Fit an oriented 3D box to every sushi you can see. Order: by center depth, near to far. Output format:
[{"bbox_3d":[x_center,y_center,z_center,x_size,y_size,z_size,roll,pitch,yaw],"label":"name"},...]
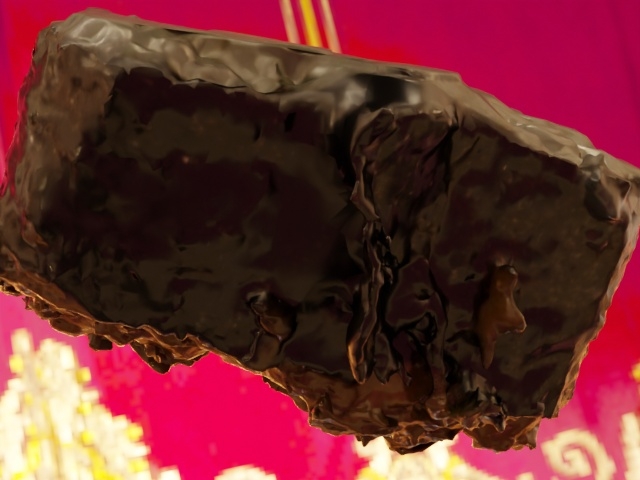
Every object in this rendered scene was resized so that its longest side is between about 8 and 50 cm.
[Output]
[{"bbox_3d":[0.000,0.000,0.818,0.348,0.207,0.234,15,8,-15],"label":"sushi"}]
